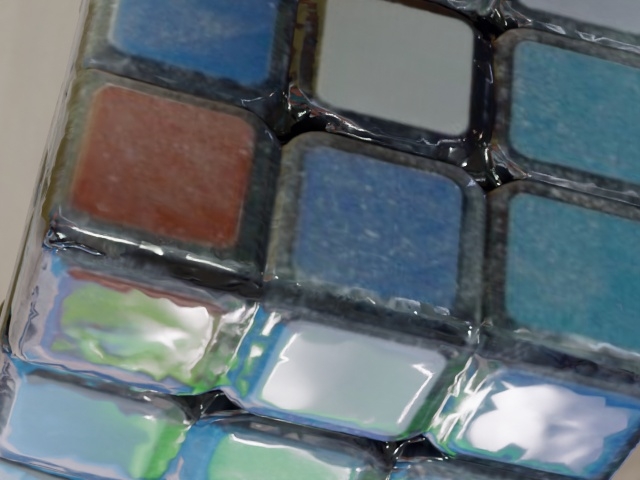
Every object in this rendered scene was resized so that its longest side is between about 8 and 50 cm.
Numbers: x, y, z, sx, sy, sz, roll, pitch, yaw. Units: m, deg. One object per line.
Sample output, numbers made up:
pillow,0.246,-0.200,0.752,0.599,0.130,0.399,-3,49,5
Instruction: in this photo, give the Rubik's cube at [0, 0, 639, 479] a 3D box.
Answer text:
Rubik's cube,0.000,0.000,1.203,0.362,0.363,0.359,15,143,-5
